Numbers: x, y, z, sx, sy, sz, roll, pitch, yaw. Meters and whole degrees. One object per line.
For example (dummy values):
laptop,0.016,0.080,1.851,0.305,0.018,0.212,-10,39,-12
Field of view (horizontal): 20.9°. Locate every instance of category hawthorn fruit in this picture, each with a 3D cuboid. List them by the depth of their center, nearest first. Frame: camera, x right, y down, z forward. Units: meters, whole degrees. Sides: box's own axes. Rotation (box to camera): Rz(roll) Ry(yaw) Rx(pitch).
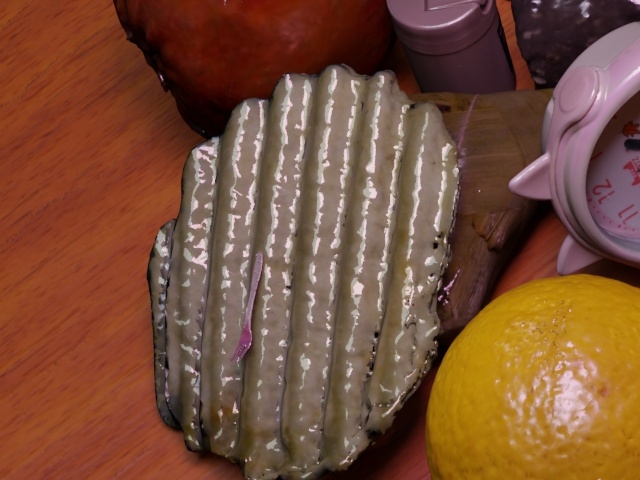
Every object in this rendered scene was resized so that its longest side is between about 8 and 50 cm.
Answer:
hawthorn fruit,-0.061,-0.263,1.910,0.325,0.308,0.308,-22,51,-25

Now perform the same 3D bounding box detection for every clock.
clock,0.338,-0.102,1.689,0.324,0.265,0.108,-31,36,3

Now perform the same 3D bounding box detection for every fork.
fork,-0.070,0.066,1.712,0.016,0.012,0.115,5,77,30

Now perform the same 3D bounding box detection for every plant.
plant,0.369,-0.253,1.823,0.320,0.194,0.181,-12,56,20

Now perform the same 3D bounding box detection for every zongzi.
zongzi,0.199,-0.032,1.767,0.300,0.145,0.274,-5,66,5

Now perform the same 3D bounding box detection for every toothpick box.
toothpick box,0.143,-0.217,1.867,0.111,0.181,0.111,-9,56,13

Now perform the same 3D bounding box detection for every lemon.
lemon,0.225,0.170,1.544,0.293,0.293,0.293,-9,57,13

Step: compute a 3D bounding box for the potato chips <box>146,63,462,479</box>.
potato chips,-0.029,0.032,1.741,0.358,0.070,0.429,0,78,34
